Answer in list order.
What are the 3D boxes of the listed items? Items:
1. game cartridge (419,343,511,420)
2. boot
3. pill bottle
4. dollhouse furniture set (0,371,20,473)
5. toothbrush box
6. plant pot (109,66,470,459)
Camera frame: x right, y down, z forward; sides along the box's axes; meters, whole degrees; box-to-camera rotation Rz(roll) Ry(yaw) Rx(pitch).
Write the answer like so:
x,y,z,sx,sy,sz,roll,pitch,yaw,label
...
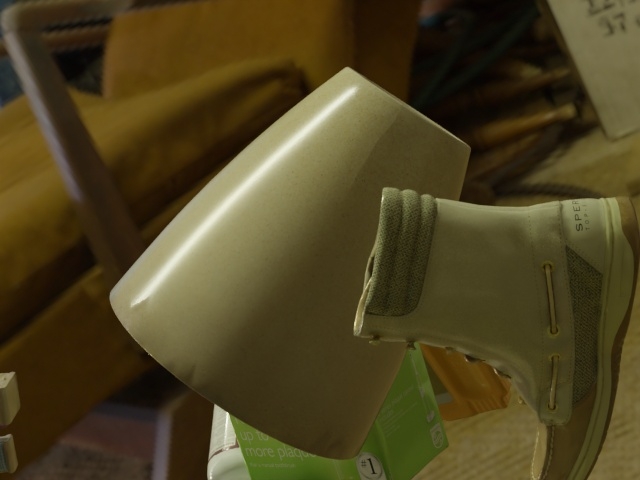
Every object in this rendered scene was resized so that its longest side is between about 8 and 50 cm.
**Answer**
x,y,z,sx,sy,sz,roll,pitch,yaw,label
0.118,0.189,2.135,0.323,0.285,0.053,-18,27,36,game cartridge
0.103,0.065,0.824,0.165,0.213,0.077,4,30,0,boot
-0.077,0.253,1.627,0.121,0.121,0.221,-18,48,25,pill bottle
-0.501,0.338,1.556,0.286,0.303,0.198,-5,11,3,dollhouse furniture set
-0.007,0.127,1.443,0.206,0.283,0.122,-7,14,39,toothbrush box
0.000,0.000,1.122,0.274,0.256,0.256,-57,23,9,plant pot
